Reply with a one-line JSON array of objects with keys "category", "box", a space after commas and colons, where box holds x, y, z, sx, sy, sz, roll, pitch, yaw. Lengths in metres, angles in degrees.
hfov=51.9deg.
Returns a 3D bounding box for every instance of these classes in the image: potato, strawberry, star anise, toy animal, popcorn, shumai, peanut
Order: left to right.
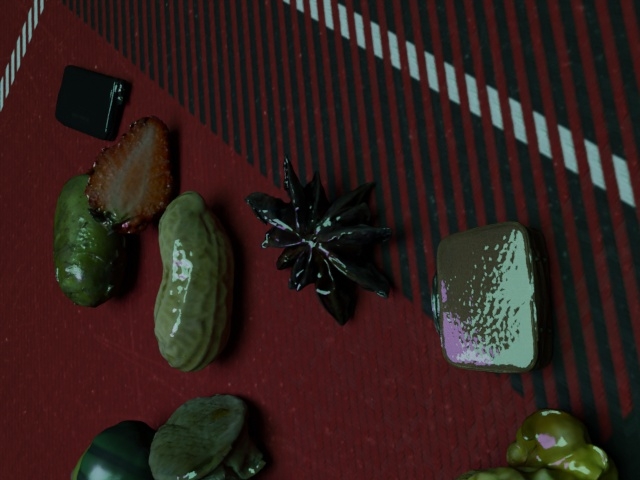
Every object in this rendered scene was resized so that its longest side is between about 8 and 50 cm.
[{"category": "potato", "box": [-0.483, -0.003, 1.388, 0.176, 0.141, 0.298, -20, 64, 30]}, {"category": "toy animal", "box": [-0.359, 0.497, 1.194, 0.191, 0.216, 0.338, 17, 97, 10]}, {"category": "strawberry", "box": [-0.377, -0.119, 1.330, 0.236, 0.175, 0.106, -48, 17, -22]}, {"category": "peanut", "box": [-0.229, 0.070, 1.184, 0.153, 0.140, 0.325, -22, 68, 51]}, {"category": "shumai", "box": [-0.187, 0.360, 1.128, 0.201, 0.201, 0.120, -5, 123, 37]}, {"category": "star anise", "box": [0.003, -0.002, 1.030, 0.282, 0.129, 0.212, 34, 110, 26]}, {"category": "popcorn", "box": [0.241, 0.360, 0.750, 0.264, 0.225, 0.332, -5, 59, 25]}]

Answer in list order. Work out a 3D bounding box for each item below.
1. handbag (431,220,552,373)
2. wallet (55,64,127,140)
[{"category": "handbag", "box": [0.226, 0.076, 0.878, 0.151, 0.072, 0.193, -6, 82, 37]}, {"category": "wallet", "box": [-0.534, -0.319, 1.524, 0.250, 0.044, 0.149, 24, 102, 36]}]
